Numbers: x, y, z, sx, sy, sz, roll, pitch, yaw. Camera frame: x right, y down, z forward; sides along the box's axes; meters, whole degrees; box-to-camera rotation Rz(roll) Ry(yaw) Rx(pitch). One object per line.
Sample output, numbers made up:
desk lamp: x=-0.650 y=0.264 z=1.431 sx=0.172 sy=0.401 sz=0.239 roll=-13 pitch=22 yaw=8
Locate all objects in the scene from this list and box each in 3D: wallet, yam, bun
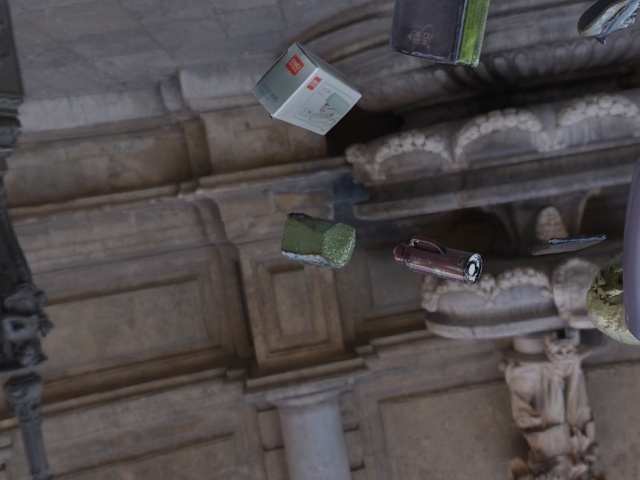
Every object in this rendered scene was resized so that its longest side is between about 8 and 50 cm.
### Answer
wallet: x=0.685 y=0.013 z=1.715 sx=0.145 sy=0.030 sz=0.285 roll=-9 pitch=172 yaw=8
yam: x=0.003 y=0.004 z=2.333 sx=0.201 sy=0.203 sz=0.271 roll=14 pitch=176 yaw=-35
bun: x=0.828 y=0.138 z=1.602 sx=0.259 sy=0.152 sz=0.259 roll=-30 pitch=-147 yaw=22

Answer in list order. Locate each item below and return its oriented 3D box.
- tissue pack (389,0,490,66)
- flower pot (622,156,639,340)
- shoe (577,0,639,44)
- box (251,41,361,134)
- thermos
tissue pack: x=0.326 y=-0.679 z=1.612 sx=0.124 sy=0.395 sz=0.288 roll=-8 pitch=-154 yaw=-29
flower pot: x=0.540 y=-0.008 z=0.830 sx=0.264 sy=0.243 sz=0.265 roll=-15 pitch=-159 yaw=6
shoe: x=0.866 y=-0.667 z=1.779 sx=0.112 sy=0.099 sz=0.227 roll=29 pitch=135 yaw=-27
box: x=-0.023 y=-0.304 z=1.268 sx=0.135 sy=0.079 sz=0.269 roll=-44 pitch=165 yaw=17
thermos: x=0.392 y=0.064 z=2.169 sx=0.330 sy=0.110 sz=0.136 roll=13 pitch=163 yaw=42
